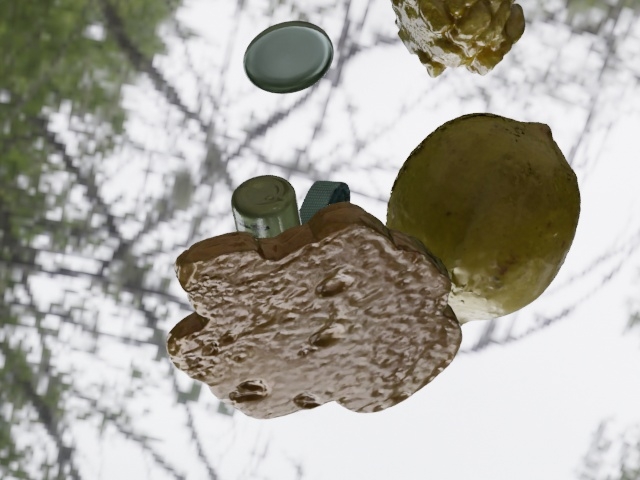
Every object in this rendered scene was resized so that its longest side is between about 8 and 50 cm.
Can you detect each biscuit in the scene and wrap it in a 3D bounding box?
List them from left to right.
[{"bbox_3d":[-0.008,0.077,1.651,0.376,0.269,0.051,31,-154,-45],"label":"biscuit"}]

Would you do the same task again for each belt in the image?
[{"bbox_3d":[-0.004,0.000,2.201,0.065,0.100,0.179,2,-141,30],"label":"belt"}]

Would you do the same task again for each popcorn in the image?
[{"bbox_3d":[0.209,-0.363,2.547,0.190,0.250,0.250,-25,-136,-1],"label":"popcorn"}]

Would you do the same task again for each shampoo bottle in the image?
[{"bbox_3d":[-0.058,0.004,1.975,0.079,0.162,0.079,-5,-141,4],"label":"shampoo bottle"}]

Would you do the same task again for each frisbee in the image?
[{"bbox_3d":[-0.038,-0.217,1.949,0.110,0.110,0.014,2,-134,-19],"label":"frisbee"}]

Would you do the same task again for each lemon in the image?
[{"bbox_3d":[0.216,-0.027,2.233,0.258,0.310,0.258,23,-174,-3],"label":"lemon"}]
